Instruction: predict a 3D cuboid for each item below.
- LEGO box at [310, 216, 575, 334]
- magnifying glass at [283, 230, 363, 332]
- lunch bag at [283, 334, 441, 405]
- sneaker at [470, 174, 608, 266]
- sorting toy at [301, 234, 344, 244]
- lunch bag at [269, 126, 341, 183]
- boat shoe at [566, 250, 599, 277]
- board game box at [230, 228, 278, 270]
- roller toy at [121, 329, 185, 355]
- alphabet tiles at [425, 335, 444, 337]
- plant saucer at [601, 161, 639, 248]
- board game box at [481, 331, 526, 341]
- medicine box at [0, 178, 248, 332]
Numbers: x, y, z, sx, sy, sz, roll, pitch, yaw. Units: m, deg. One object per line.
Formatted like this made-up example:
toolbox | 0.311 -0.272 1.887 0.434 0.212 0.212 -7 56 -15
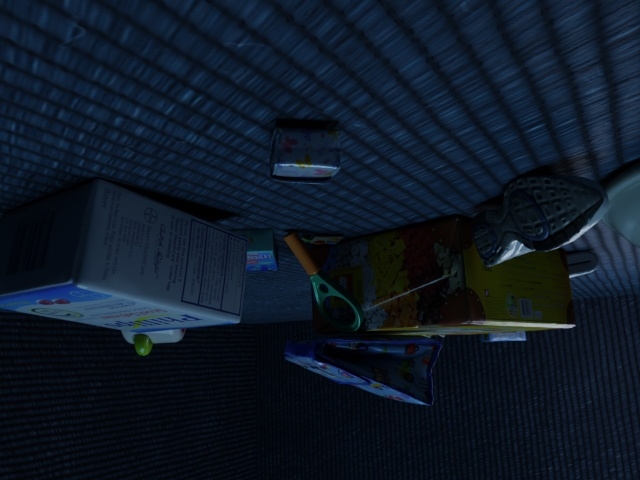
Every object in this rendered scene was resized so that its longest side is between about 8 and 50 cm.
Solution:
LEGO box | 0.285 0.109 1.232 0.373 0.193 0.500 -12 164 42
magnifying glass | 0.003 0.082 1.052 0.092 0.231 0.026 -22 -165 44
lunch bag | 0.067 0.248 1.164 0.293 0.138 0.221 15 166 -14
sneaker | 0.335 -0.038 0.822 0.129 0.111 0.297 -14 174 -9
sorting toy | 0.000 0.000 1.101 0.083 0.012 0.062 0 168 -14
lunch bag | -0.018 -0.088 0.588 0.071 0.053 0.083 1 177 -10
boat shoe | 0.592 0.078 1.415 0.226 0.083 0.076 -5 167 11
board game box | -0.169 0.025 1.104 0.160 0.047 0.210 -2 167 -1
roller toy | -0.387 0.147 1.306 0.146 0.209 0.191 -1 -157 -7
alphabet tiles | 0.188 0.192 1.600 0.343 0.011 0.285 20 -170 -5
plant saucer | 0.597 -0.024 0.740 0.401 0.100 0.400 6 163 2
board game box | 0.560 0.205 1.703 0.160 0.211 0.039 4 167 -28
medicine box | -0.307 0.045 0.852 0.264 0.149 0.289 -11 157 35
